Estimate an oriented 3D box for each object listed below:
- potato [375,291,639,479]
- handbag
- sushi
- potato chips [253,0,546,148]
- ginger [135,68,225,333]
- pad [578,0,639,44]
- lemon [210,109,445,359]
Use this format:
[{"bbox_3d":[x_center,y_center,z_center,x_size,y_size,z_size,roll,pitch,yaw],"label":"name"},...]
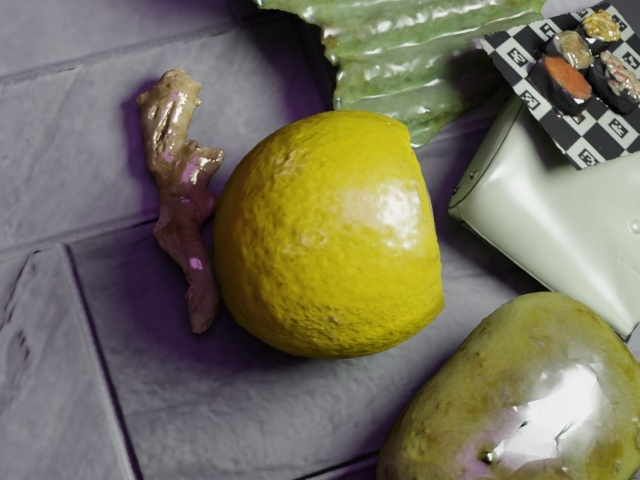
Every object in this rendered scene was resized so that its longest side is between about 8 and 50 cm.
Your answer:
[{"bbox_3d":[0.187,0.188,1.236,0.307,0.173,0.210,-37,83,-17],"label":"potato"},{"bbox_3d":[0.310,-0.031,1.371,0.315,0.109,0.241,32,68,-2],"label":"handbag"},{"bbox_3d":[0.307,-0.185,1.375,0.279,0.043,0.192,-18,68,-43],"label":"sushi"},{"bbox_3d":[0.097,-0.315,1.362,0.389,0.097,0.373,-41,103,-13],"label":"potato chips"},{"bbox_3d":[-0.136,-0.046,1.322,0.089,0.075,0.288,-7,68,-17],"label":"ginger"},{"bbox_3d":[0.336,-0.222,1.492,0.157,0.003,0.112,-31,79,-18],"label":"pad"},{"bbox_3d":[0.000,0.000,1.239,0.219,0.240,0.240,-14,74,1],"label":"lemon"}]
